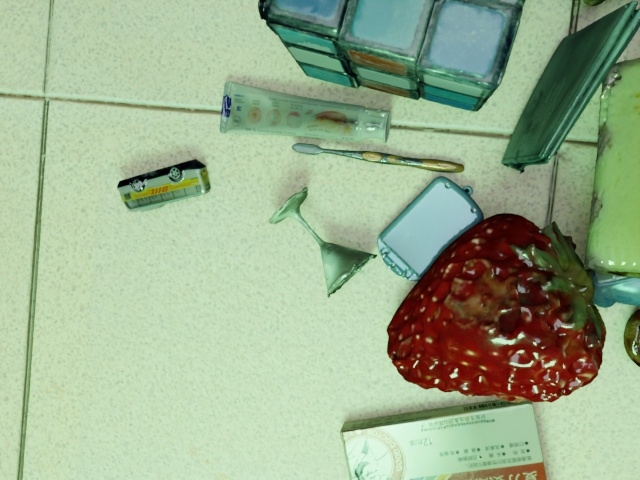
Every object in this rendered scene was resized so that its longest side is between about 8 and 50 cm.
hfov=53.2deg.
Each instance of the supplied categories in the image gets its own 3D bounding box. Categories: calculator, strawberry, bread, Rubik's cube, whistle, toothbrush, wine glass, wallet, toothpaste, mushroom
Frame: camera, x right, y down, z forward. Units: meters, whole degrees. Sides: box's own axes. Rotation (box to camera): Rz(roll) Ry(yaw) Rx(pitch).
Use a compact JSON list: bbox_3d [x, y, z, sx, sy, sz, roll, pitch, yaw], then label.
[{"bbox_3d":[0.201,-0.022,1.172,0.121,0.039,0.210,44,98,3],"label":"calculator"},{"bbox_3d":[0.277,0.139,1.067,0.345,0.295,0.317,-34,49,32],"label":"strawberry"},{"bbox_3d":[0.520,-0.106,0.980,0.187,0.155,0.338,6,90,38],"label":"bread"},{"bbox_3d":[0.148,-0.416,1.002,0.358,0.363,0.362,14,94,9],"label":"Rubik's cube"},{"bbox_3d":[0.570,0.055,1.083,0.269,0.093,0.180,-13,58,18],"label":"whistle"},{"bbox_3d":[0.105,-0.153,1.184,0.321,0.031,0.023,8,95,8],"label":"toothbrush"},{"bbox_3d":[0.000,0.000,1.171,0.122,0.122,0.183,-42,82,8],"label":"wine glass"},{"bbox_3d":[0.385,-0.226,1.011,0.054,0.290,0.251,27,98,0],"label":"wallet"},{"bbox_3d":[-0.033,-0.229,1.187,0.323,0.066,0.100,10,99,12],"label":"toothpaste"},{"bbox_3d":[0.587,0.173,1.102,0.127,0.087,0.127,0,88,9],"label":"mushroom"}]

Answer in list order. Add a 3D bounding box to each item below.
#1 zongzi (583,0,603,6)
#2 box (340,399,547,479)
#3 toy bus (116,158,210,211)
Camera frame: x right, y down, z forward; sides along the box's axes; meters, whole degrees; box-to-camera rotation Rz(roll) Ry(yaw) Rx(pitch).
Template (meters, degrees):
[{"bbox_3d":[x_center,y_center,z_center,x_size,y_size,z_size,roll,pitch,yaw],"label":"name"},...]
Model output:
[{"bbox_3d":[0.517,-0.552,1.076,0.260,0.123,0.289,-16,68,-4],"label":"zongzi"},{"bbox_3d":[0.229,0.422,1.183,0.353,0.069,0.214,-11,92,11],"label":"box"},{"bbox_3d":[-0.301,-0.103,1.234,0.172,0.057,0.072,-14,100,9],"label":"toy bus"}]
